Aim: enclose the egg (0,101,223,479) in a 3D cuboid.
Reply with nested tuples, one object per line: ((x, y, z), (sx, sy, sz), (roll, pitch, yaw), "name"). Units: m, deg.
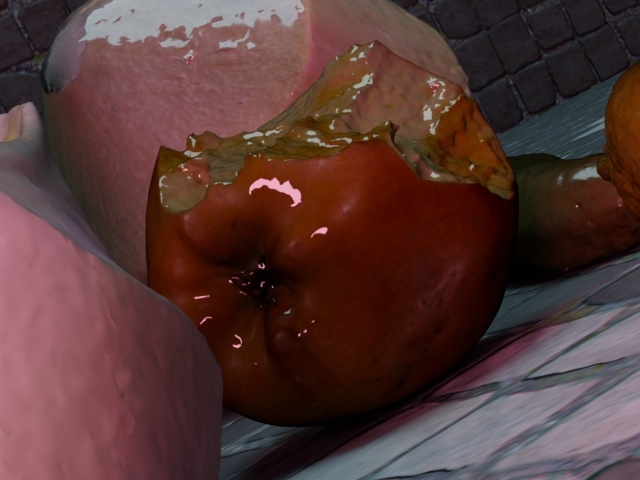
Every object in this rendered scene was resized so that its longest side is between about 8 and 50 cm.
((-0.100, 0.062, 0.374), (0.162, 0.206, 0.271), (9, -4, 29), "egg")

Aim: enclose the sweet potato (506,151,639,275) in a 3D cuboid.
((0.120, -0.017, 0.937), (0.081, 0.062, 0.233), (-27, 5, -14), "sweet potato")

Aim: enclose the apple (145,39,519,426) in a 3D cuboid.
((-0.001, 0.007, 0.770), (0.156, 0.147, 0.158), (10, 31, 24), "apple")

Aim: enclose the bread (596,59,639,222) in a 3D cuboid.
((0.170, -0.039, 0.570), (0.124, 0.084, 0.344), (-4, -5, -18), "bread")

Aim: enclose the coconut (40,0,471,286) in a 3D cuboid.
((-0.050, -0.064, 1.063), (0.239, 0.239, 0.244), (-25, -37, 37), "coconut")
